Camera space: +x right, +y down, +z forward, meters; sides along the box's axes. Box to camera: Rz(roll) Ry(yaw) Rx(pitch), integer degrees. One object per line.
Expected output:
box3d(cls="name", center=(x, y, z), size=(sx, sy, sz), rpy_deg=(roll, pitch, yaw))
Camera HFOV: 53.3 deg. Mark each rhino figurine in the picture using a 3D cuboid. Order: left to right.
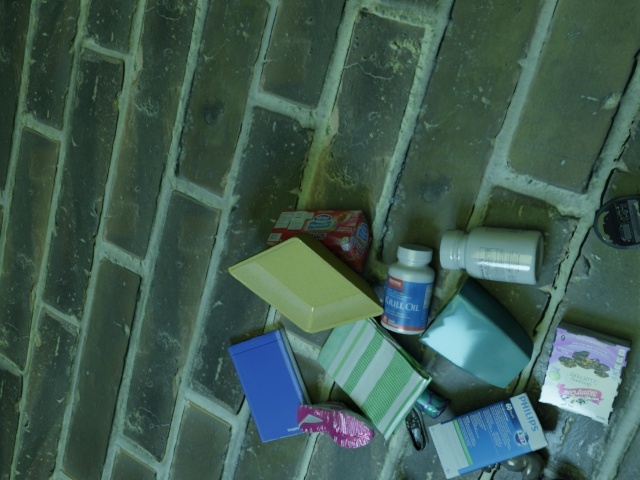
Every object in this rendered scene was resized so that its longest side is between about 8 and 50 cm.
box3d(cls="rhino figurine", center=(0.460, 0.549, 1.646), size=(0.243, 0.073, 0.106), rpy_deg=(26, 103, 25))

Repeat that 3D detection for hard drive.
box3d(cls="hard drive", center=(-0.149, 0.451, 1.978), size=(0.210, 0.040, 0.318), rpy_deg=(-23, 86, 29))

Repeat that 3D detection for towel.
box3d(cls="towel", center=(0.136, 0.354, 1.763), size=(0.325, 0.038, 0.247), rpy_deg=(43, 119, 33))

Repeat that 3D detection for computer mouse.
box3d(cls="computer mouse", center=(0.750, -0.046, 1.415), size=(0.273, 0.072, 0.188), rpy_deg=(-6, 92, 17))

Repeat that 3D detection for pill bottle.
box3d(cls="pill bottle", center=(0.233, 0.124, 1.680), size=(0.124, 0.124, 0.221), rpy_deg=(12, 103, 27))
box3d(cls="pill bottle", center=(0.419, 0.032, 1.562), size=(0.230, 0.131, 0.131), rpy_deg=(6, 100, 28))

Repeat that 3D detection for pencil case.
box3d(cls="pencil case", center=(0.272, 0.417, 1.733), size=(0.152, 0.070, 0.064), rpy_deg=(37, 146, 18))

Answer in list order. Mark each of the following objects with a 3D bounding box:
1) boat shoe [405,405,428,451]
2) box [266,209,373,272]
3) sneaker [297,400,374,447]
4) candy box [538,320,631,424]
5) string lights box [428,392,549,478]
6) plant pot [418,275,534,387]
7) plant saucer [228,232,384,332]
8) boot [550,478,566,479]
box3d(cls="boat shoe", center=(0.260, 0.514, 1.766), size=(0.049, 0.040, 0.142), rpy_deg=(-22, 86, 29))
box3d(cls="box", center=(0.000, 0.000, 1.763), size=(0.257, 0.128, 0.122), rpy_deg=(1, 139, 28))
box3d(cls="sneaker", center=(0.057, 0.514, 1.830), size=(0.252, 0.111, 0.102), rpy_deg=(9, 100, 39))
box3d(cls="candy box", center=(0.630, 0.314, 1.522), size=(0.165, 0.070, 0.196), rpy_deg=(15, 103, 26))
box3d(cls="string lights box", center=(0.419, 0.490, 1.595), size=(0.260, 0.077, 0.133), rpy_deg=(-23, 65, 11))
box3d(cls="plant pot", center=(0.403, 0.238, 1.589), size=(0.234, 0.165, 0.165), rpy_deg=(38, 113, 10))
box3d(cls="plant saucer", center=(-0.035, 0.108, 1.743), size=(0.333, 0.081, 0.333), rpy_deg=(41, 141, -22))
box3d(cls="boot", center=(0.519, 0.708, 1.594), size=(0.094, 0.207, 0.246), rpy_deg=(35, 69, 6))
